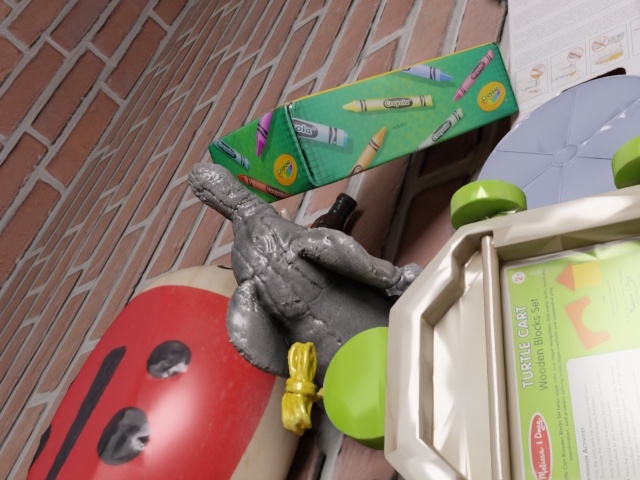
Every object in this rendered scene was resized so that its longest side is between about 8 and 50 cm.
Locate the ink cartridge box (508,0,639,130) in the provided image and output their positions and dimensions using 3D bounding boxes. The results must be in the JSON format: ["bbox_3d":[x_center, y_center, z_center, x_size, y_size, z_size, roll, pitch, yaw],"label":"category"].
[{"bbox_3d":[0.288,-0.224,0.794,0.189,0.066,0.232,-19,60,43],"label":"ink cartridge box"}]

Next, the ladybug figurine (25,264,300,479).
[{"bbox_3d":[-0.163,0.198,0.754,0.305,0.162,0.449,-23,37,39],"label":"ladybug figurine"}]

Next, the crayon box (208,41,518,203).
[{"bbox_3d":[0.047,-0.116,0.783,0.278,0.081,0.165,-23,6,-33],"label":"crayon box"}]

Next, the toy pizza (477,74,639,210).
[{"bbox_3d":[0.226,-0.066,0.676,0.201,0.032,0.201,-35,29,23],"label":"toy pizza"}]

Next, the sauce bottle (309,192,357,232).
[{"bbox_3d":[0.000,0.000,0.904,0.128,0.042,0.042,-58,29,-14],"label":"sauce bottle"}]

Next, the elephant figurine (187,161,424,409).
[{"bbox_3d":[-0.013,0.048,0.644,0.186,0.239,0.169,-13,44,48],"label":"elephant figurine"}]

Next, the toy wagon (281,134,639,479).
[{"bbox_3d":[0.133,0.079,0.488,0.344,0.068,0.267,-15,53,29],"label":"toy wagon"}]
